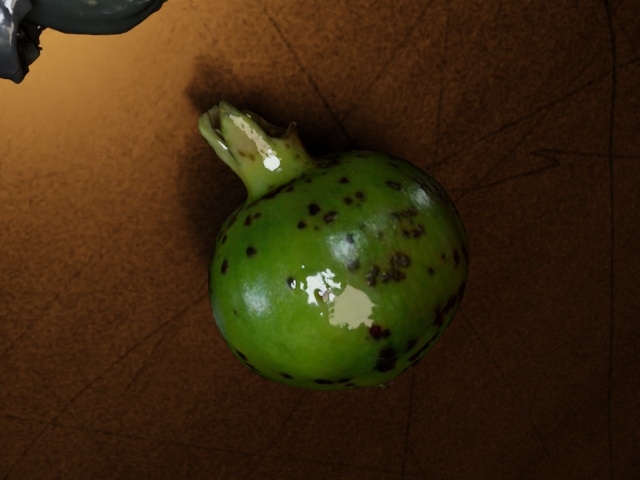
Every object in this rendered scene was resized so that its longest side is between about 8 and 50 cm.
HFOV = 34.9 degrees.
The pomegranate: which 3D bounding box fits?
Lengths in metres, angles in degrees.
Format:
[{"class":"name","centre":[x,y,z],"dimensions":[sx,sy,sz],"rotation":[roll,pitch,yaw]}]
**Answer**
[{"class":"pomegranate","centre":[0.000,0.000,0.790],"dimensions":[0.211,0.211,0.263],"rotation":[-28,101,-3]}]

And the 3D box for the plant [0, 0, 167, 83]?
[{"class":"plant","centre":[-0.216,-0.193,0.631],"dimensions":[0.256,0.142,0.164],"rotation":[3,117,-9]}]
